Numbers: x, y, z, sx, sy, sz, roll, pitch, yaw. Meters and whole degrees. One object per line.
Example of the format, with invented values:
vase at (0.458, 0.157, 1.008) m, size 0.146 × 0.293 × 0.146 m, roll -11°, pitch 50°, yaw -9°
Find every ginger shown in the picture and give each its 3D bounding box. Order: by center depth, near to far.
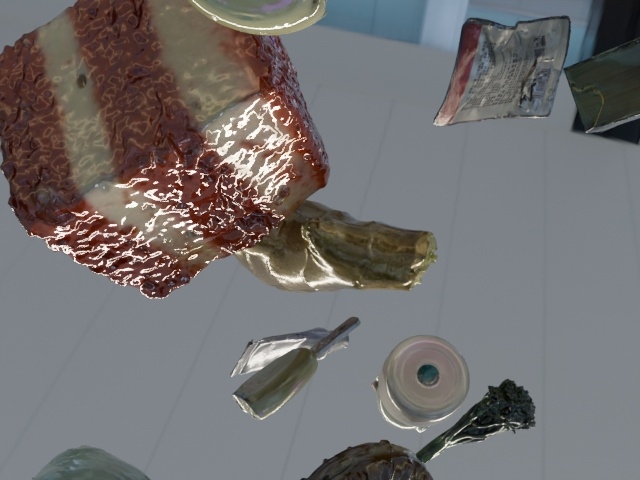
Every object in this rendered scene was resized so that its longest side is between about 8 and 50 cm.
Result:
ginger at (-0.016, -0.018, 1.162) m, size 0.236 × 0.375 × 0.166 m, roll 47°, pitch -123°, yaw -16°

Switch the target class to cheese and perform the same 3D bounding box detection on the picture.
cheese at (-0.092, -0.251, 0.690) m, size 0.227 × 0.137 × 0.064 m, roll 21°, pitch -158°, yaw 4°
cheese at (-0.025, 0.159, 1.115) m, size 0.192 × 0.037 × 0.097 m, roll -37°, pitch -166°, yaw -17°

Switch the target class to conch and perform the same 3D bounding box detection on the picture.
conch at (-0.234, 0.300, 0.921) m, size 0.221 × 0.185 × 0.121 m, roll 20°, pitch -103°, yaw 56°

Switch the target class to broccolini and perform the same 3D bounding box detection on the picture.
broccolini at (0.214, 0.258, 1.229) m, size 0.091 × 0.203 × 0.068 m, roll 31°, pitch -137°, yaw -38°

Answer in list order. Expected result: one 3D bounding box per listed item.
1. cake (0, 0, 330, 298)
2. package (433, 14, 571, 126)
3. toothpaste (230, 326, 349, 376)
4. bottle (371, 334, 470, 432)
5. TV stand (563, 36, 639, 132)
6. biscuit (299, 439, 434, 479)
cake at (-0.175, -0.132, 1.018) m, size 0.320 × 0.270 × 0.269 m, roll -28°, pitch -120°, yaw 9°
package at (0.261, -0.234, 1.191) m, size 0.239 × 0.154 × 0.030 m, roll -13°, pitch -144°, yaw -39°
toothpaste at (-0.054, 0.226, 1.802) m, size 0.282 × 0.099 × 0.068 m, roll -7°, pitch -159°, yaw -41°
bottle at (0.166, 0.267, 1.524) m, size 0.148 × 0.236 × 0.147 m, roll 2°, pitch -113°, yaw -6°
TV stand at (0.406, -0.196, 0.909) m, size 0.270 × 0.082 × 0.088 m, roll -18°, pitch 179°, yaw 33°
biscuit at (0.066, 0.502, 1.465) m, size 0.332 × 0.332 × 0.103 m, roll -20°, pitch -154°, yaw -30°
